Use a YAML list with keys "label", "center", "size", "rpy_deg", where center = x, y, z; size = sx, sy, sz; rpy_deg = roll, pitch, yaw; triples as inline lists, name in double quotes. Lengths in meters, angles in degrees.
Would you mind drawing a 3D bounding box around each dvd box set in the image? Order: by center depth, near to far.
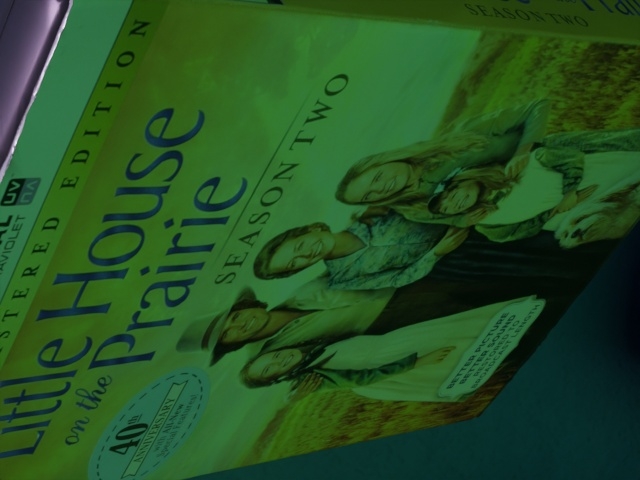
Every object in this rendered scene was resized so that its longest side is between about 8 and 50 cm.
- label: "dvd box set"
  center: [0.000, 0.000, 0.624]
  size: [0.420, 0.062, 0.307]
  rpy_deg: [-3, 136, -42]
